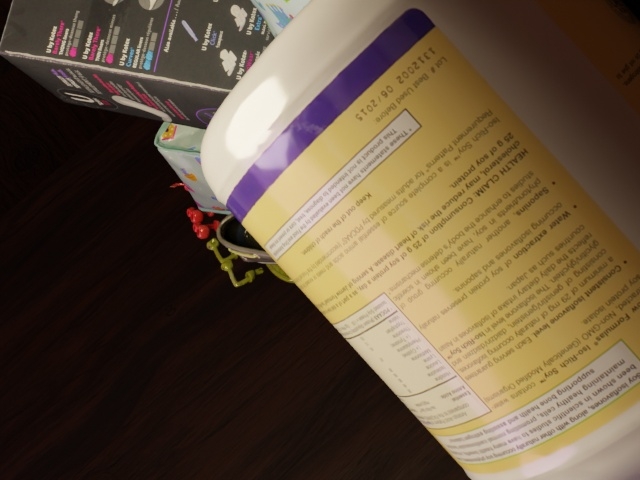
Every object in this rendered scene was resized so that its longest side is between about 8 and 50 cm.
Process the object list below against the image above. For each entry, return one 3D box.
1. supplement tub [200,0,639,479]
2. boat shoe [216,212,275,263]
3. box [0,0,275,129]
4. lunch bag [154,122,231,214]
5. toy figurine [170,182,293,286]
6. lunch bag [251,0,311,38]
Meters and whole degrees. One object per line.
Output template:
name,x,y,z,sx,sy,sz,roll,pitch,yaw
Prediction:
supplement tub,0.121,-0.003,0.511,0.331,0.241,0.241,48,173,0
boat shoe,-0.019,-0.016,1.316,0.305,0.109,0.091,-6,168,35
box,-0.155,-0.207,0.911,0.270,0.143,0.165,11,172,9
lunch bag,-0.089,-0.134,1.384,0.262,0.160,0.223,8,158,18
toy figurine,-0.117,-0.108,1.567,0.362,0.191,0.217,54,138,48
lunch bag,0.033,-0.172,0.730,0.176,0.090,0.219,52,172,-25
